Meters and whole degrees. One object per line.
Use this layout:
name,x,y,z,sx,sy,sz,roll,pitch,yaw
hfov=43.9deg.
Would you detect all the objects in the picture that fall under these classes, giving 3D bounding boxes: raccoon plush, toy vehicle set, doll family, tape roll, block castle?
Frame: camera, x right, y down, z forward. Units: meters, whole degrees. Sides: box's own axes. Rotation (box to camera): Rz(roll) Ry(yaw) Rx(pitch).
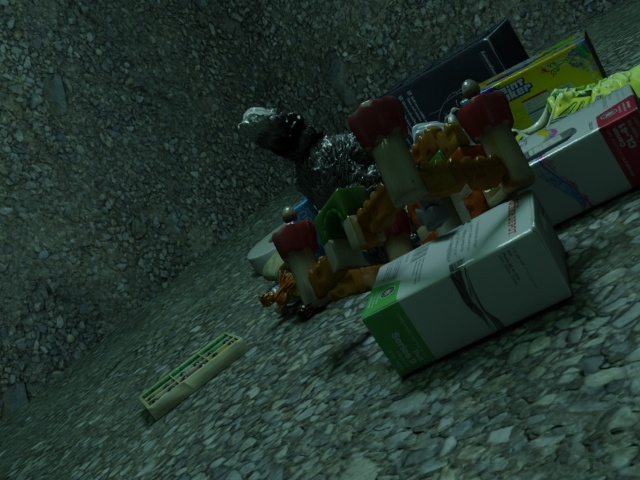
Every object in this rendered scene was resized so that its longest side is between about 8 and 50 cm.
raccoon plush,0.013,-0.087,1.764,0.299,0.446,0.216,-98,29,-43
toy vehicle set,-0.303,0.316,1.880,0.266,0.035,0.166,-37,11,-19
doll family,-0.062,0.108,1.882,0.163,0.118,0.263,-37,11,-19
tape roll,-0.068,-0.023,2.635,0.392,0.072,0.392,-31,11,7
block castle,0.125,-0.078,1.372,0.302,0.213,0.453,-9,-24,-28

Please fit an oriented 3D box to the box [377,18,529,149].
box,0.406,-0.381,2.238,0.395,0.294,0.212,-25,14,37

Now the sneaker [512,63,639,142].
sneaker,0.540,-0.256,1.574,0.384,0.147,0.145,-38,13,12

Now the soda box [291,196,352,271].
soda box,0.000,0.000,1.932,0.071,0.210,0.067,-35,10,1

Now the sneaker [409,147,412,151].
sneaker,0.303,-0.233,2.154,0.319,0.112,0.131,-34,-5,37

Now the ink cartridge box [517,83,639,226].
ink cartridge box,0.455,-0.139,1.447,0.306,0.131,0.226,-27,12,24

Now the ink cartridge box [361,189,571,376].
ink cartridge box,0.226,0.062,1.223,0.289,0.122,0.211,-29,11,22

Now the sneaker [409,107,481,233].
sneaker,0.244,-0.160,1.940,0.365,0.210,0.137,-31,10,12

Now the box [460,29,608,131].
box,0.504,-0.324,1.813,0.289,0.177,0.279,-25,8,24

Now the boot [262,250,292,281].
boot,-0.039,0.032,2.245,0.262,0.095,0.203,-41,11,-16
